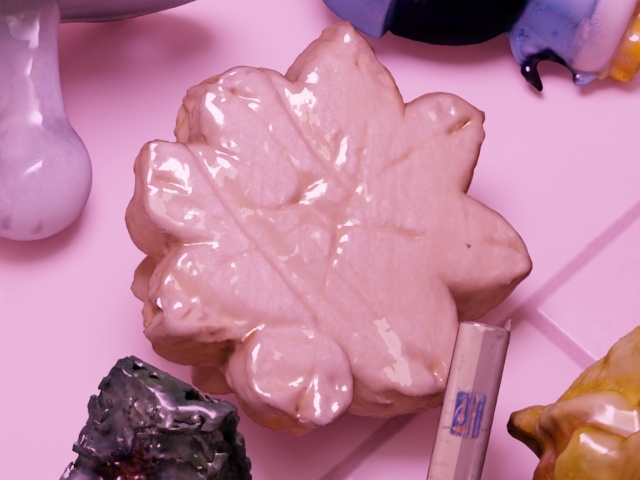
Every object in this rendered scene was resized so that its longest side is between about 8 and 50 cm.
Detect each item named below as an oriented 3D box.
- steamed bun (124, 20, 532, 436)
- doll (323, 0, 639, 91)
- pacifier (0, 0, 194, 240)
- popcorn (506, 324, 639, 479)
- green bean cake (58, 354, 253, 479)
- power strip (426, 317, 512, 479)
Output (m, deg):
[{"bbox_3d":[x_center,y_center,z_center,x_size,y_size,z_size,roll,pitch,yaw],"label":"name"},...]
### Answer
[{"bbox_3d":[0.000,0.000,1.389,0.292,0.137,0.295,2,71,-19],"label":"steamed bun"},{"bbox_3d":[0.114,-0.224,1.535,0.314,0.141,0.177,23,92,1],"label":"doll"},{"bbox_3d":[-0.227,-0.135,1.451,0.343,0.288,0.269,-10,85,0],"label":"pacifier"},{"bbox_3d":[0.238,0.160,1.247,0.242,0.235,0.250,33,77,1],"label":"popcorn"},{"bbox_3d":[-0.128,0.203,1.254,0.107,0.193,0.208,26,64,10],"label":"green bean cake"},{"bbox_3d":[0.080,0.178,1.277,0.034,0.092,0.268,12,86,4],"label":"power strip"}]
